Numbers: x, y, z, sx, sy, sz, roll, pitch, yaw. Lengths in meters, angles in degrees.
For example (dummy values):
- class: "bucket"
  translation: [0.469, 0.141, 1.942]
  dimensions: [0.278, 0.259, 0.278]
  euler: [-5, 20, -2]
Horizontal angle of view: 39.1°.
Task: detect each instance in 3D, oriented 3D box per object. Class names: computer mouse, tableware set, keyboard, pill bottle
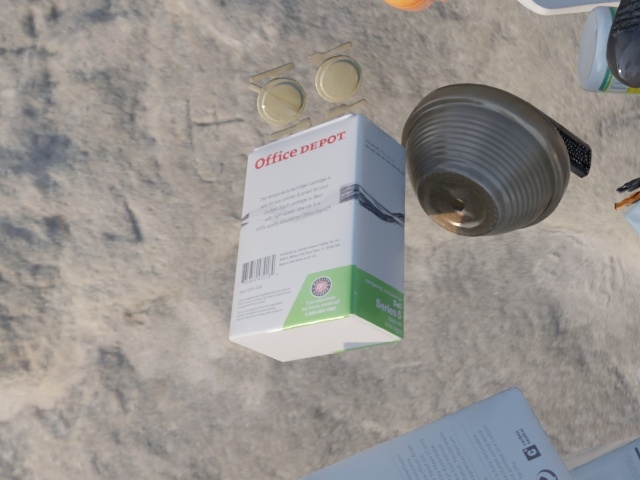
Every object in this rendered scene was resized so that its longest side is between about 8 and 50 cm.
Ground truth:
- class: "computer mouse"
  translation: [0.333, -0.255, 0.860]
  dimensions: [0.071, 0.041, 0.242]
  euler: [25, 79, -24]
- class: "tableware set"
  translation: [-0.021, -0.266, 1.576]
  dimensions: [0.194, 0.039, 0.128]
  euler: [-22, 125, -6]
- class: "keyboard"
  translation: [0.436, -0.174, 1.640]
  dimensions: [0.038, 0.192, 0.100]
  euler: [-17, 53, 54]
- class: "pill bottle"
  translation: [0.467, -0.252, 1.225]
  dimensions: [0.208, 0.117, 0.117]
  euler: [6, 93, 3]

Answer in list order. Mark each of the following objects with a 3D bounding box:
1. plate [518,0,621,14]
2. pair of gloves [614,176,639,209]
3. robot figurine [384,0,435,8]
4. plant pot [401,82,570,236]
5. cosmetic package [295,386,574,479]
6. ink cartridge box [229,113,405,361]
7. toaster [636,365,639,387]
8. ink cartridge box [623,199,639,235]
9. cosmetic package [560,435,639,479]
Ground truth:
- class: "plate"
  translation: [0.422, -0.494, 1.677]
  dimensions: [0.278, 0.277, 0.045]
  euler: [54, 143, 36]
- class: "pair of gloves"
  translation: [0.508, -0.082, 1.448]
  dimensions: [0.074, 0.083, 0.010]
  euler: [-25, 107, 33]
- class: "robot figurine"
  translation: [0.180, -0.532, 1.829]
  dimensions: [0.128, 0.219, 0.158]
  euler: [-36, 88, 20]
- class: "plant pot"
  translation: [0.203, -0.084, 1.211]
  dimensions: [0.237, 0.237, 0.109]
  euler: [23, 53, 18]
- class: "cosmetic package"
  translation: [0.074, 0.373, 1.152]
  dimensions: [0.453, 0.230, 0.161]
  euler: [-20, 62, -15]
- class: "ink cartridge box"
  translation: [0.000, 0.000, 1.158]
  dimensions: [0.198, 0.115, 0.272]
  euler: [-15, 60, 36]
- class: "toaster"
  translation: [0.706, 0.266, 1.658]
  dimensions: [0.168, 0.186, 0.110]
  euler: [-26, 66, 57]
- class: "ink cartridge box"
  translation: [0.581, -0.049, 1.214]
  dimensions: [0.197, 0.114, 0.273]
  euler: [56, 136, 19]
- class: "cosmetic package"
  translation: [0.513, 0.498, 1.774]
  dimensions: [0.224, 0.225, 0.138]
  euler: [-41, 66, 58]
